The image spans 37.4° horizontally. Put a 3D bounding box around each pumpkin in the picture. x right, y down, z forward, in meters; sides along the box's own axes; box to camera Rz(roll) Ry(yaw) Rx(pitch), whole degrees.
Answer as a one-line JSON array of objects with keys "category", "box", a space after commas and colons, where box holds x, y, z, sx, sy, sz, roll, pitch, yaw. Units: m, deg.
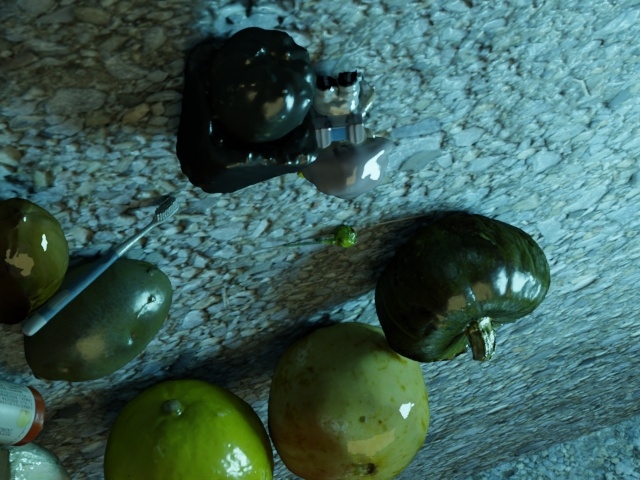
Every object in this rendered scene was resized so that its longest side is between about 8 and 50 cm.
[{"category": "pumpkin", "box": [0.237, 0.091, 1.642, 0.325, 0.242, 0.232, -33, 158, 11]}]

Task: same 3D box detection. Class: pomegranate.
[{"category": "pomegranate", "box": [0.054, 0.317, 1.848, 0.342, 0.342, 0.342, -17, 151, -10]}]

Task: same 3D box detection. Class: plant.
[{"category": "plant", "box": [-0.085, -0.147, 1.105, 0.141, 0.164, 0.256, -3, 162, -24]}]

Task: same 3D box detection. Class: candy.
[{"category": "candy", "box": [0.000, 0.000, 1.548, 0.123, 0.035, 0.035, -9, 140, -5]}]

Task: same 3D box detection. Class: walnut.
[{"category": "walnut", "box": [-0.393, 0.030, 1.219, 0.137, 0.137, 0.245, -10, 151, -21]}]

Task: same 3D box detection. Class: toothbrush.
[{"category": "toothbrush", "box": [-0.291, 0.030, 1.269, 0.275, 0.019, 0.025, -44, 163, -25]}]

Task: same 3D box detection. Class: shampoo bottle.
[{"category": "shampoo bottle", "box": [-0.575, 0.262, 1.511, 0.104, 0.104, 0.278, -32, 149, 17]}]

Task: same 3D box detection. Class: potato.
[{"category": "potato", "box": [-0.326, 0.115, 1.391, 0.235, 0.160, 0.178, -30, 178, -16]}]

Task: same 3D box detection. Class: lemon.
[{"category": "lemon", "box": [-0.248, 0.425, 1.790, 0.348, 0.348, 0.348, -17, 151, -10]}]

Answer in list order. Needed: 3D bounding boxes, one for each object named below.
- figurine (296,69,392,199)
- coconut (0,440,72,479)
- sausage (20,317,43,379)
[{"category": "figurine", "box": [0.029, -0.130, 1.266, 0.137, 0.112, 0.229, -13, 140, -6]}, {"category": "coconut", "box": [-0.588, 0.486, 1.700, 0.297, 0.297, 0.254, -28, 152, 10]}, {"category": "sausage", "box": [-0.452, 0.160, 1.497, 0.032, 0.033, 0.269, -12, 150, -18]}]
